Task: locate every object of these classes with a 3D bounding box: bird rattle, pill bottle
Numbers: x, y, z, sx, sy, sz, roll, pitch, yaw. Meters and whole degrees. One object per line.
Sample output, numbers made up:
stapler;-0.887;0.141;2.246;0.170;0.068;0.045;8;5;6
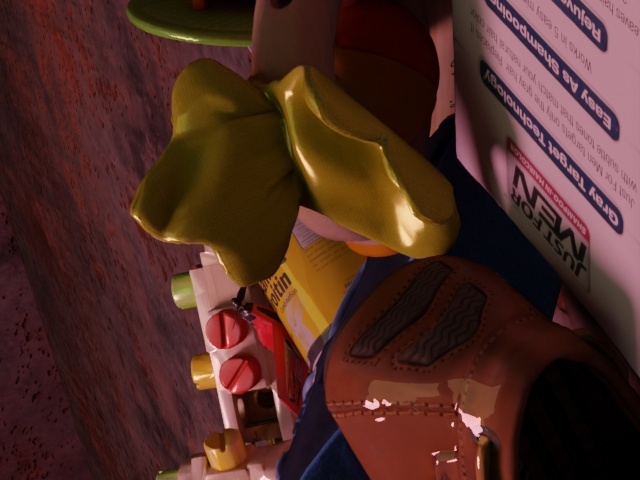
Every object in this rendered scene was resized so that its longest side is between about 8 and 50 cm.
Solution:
bird rattle;-0.001;-0.096;0.887;0.207;0.143;0.253;45;-140;-62
pill bottle;0.000;0.000;1.257;0.184;0.103;0.103;58;161;23

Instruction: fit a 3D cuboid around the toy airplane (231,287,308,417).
toy airplane;-0.004;0.079;1.292;0.028;0.151;0.151;-40;65;31

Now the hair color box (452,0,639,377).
hair color box;0.129;-0.130;0.696;0.174;0.105;0.347;-124;21;-44

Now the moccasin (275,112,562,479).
moccasin;0.056;0.093;1.009;0.342;0.137;0.117;-65;11;-1

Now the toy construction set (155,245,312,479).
toy construction set;-0.056;0.094;1.431;0.215;0.151;0.328;-26;-60;-73

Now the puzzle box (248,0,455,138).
puzzle box;0.017;-0.194;1.081;0.409;0.052;0.272;91;154;-51

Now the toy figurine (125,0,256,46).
toy figurine;-0.040;-0.205;1.021;0.173;0.130;0.159;-85;-4;-69

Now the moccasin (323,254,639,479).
moccasin;0.144;0.160;0.870;0.147;0.139;0.380;22;147;48
